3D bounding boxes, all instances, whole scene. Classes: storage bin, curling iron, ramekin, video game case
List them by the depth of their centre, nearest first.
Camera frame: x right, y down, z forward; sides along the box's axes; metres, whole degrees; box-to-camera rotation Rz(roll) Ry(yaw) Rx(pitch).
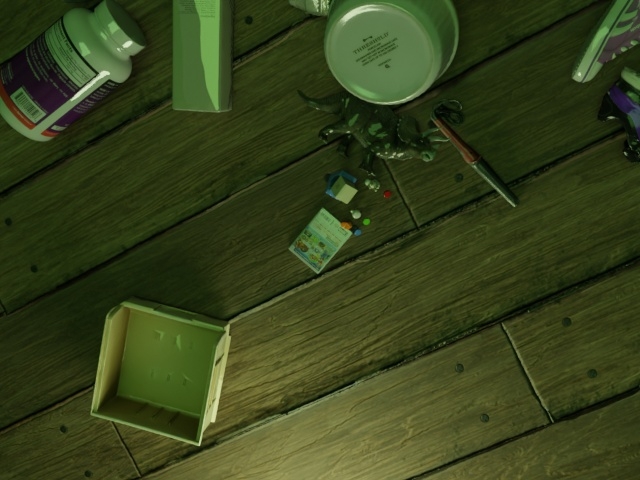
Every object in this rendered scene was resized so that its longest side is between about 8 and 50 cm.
[{"bbox_3d":[0.129,-0.388,1.701,0.272,0.127,0.273,10,130,13],"label":"ramekin"},{"bbox_3d":[0.323,-0.181,1.803,0.068,0.035,0.274,-36,92,15],"label":"curling iron"},{"bbox_3d":[0.000,0.000,1.913,0.087,0.011,0.122,40,105,1],"label":"video game case"},{"bbox_3d":[-0.356,0.289,1.979,0.262,0.123,0.261,14,103,9],"label":"storage bin"}]

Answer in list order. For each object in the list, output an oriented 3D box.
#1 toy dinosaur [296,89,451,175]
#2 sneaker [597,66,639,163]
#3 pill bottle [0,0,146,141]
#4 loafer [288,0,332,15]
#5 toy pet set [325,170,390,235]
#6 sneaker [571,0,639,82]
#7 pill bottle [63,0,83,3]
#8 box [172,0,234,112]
[{"bbox_3d":[0.098,-0.236,1.813,0.313,0.121,0.160,36,93,8],"label":"toy dinosaur"},{"bbox_3d":[0.670,-0.199,1.707,0.293,0.102,0.146,38,111,6],"label":"sneaker"},{"bbox_3d":[-0.532,-0.367,1.861,0.323,0.181,0.182,-34,92,14],"label":"pill bottle"},{"bbox_3d":[-0.028,-0.583,1.696,0.111,0.112,0.320,11,136,13],"label":"loafer"},{"bbox_3d":[0.067,-0.093,1.870,0.114,0.065,0.122,27,111,-31],"label":"toy pet set"},{"bbox_3d":[0.615,-0.399,1.674,0.161,0.102,0.282,34,105,0],"label":"sneaker"},{"bbox_3d":[-0.526,-0.638,1.832,0.136,0.136,0.246,-21,96,14],"label":"pill bottle"},{"bbox_3d":[-0.246,-0.411,1.842,0.113,0.094,0.275,6,102,10],"label":"box"}]
